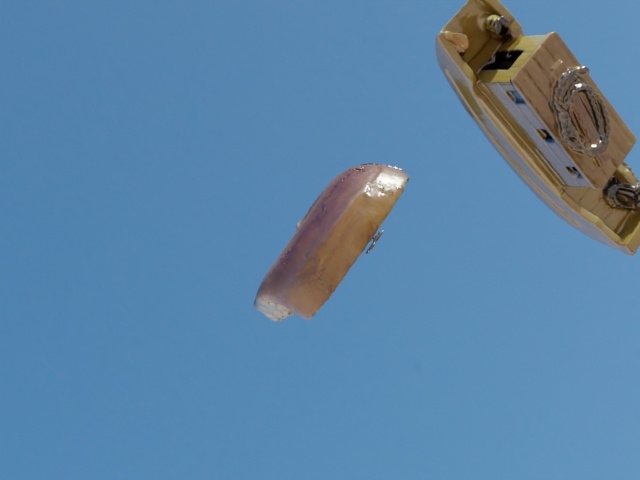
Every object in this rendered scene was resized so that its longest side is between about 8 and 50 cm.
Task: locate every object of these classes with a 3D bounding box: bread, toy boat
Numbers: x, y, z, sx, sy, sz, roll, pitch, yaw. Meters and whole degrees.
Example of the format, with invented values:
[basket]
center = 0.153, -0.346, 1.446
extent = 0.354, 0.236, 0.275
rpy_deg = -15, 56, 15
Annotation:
[bread]
center = 0.000, 0.000, 1.166
extent = 0.044, 0.126, 0.129
rpy_deg = 35, -112, -11
[toy boat]
center = 0.145, -0.068, 1.015
extent = 0.200, 0.077, 0.057
rpy_deg = 48, -111, -26
